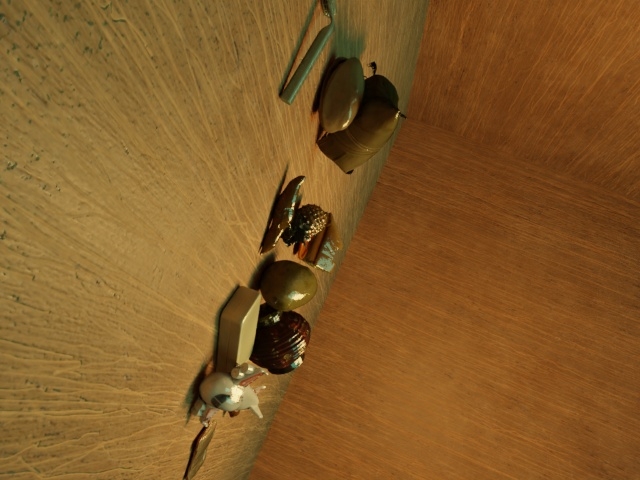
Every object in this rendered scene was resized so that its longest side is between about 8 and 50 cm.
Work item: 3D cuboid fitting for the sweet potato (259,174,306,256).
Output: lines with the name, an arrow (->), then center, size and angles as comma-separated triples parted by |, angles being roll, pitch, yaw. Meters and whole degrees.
sweet potato -> -0.113, -0.071, 1.662 | 0.274, 0.067, 0.067 | -65, 172, 13

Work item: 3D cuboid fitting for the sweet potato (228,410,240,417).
sweet potato -> -0.318, 0.587, 2.073 | 0.056, 0.056, 0.195 | -54, 158, -57

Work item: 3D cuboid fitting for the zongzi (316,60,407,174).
zongzi -> 0.209, -0.462, 1.812 | 0.418, 0.181, 0.447 | -27, -148, 60

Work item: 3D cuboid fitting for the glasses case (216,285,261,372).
glasses case -> -0.247, 0.281, 1.676 | 0.131, 0.070, 0.313 | -60, 168, -45

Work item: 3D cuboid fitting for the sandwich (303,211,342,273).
sandwich -> 0.013, 0.007, 2.352 | 0.128, 0.122, 0.236 | 34, 74, -42

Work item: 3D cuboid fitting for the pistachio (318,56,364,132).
pistachio -> 0.059, -0.427, 1.656 | 0.136, 0.135, 0.226 | -37, 143, -74

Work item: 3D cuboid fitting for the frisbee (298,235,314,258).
frisbee -> -0.055, -0.018, 2.218 | 0.192, 0.035, 0.192 | 21, 90, -83

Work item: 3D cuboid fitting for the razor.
razor -> -0.019, -0.447, 1.327 | 0.111, 0.056, 0.278 | 53, 59, -81

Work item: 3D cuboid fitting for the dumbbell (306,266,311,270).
dumbbell -> -0.094, 0.182, 2.317 | 0.231, 0.082, 0.092 | -48, 160, -65

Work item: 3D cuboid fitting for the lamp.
lamp -> -0.151, 0.324, 1.897 | 0.247, 0.247, 0.247 | 22, 90, -81

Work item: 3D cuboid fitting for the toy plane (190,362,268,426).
toy plane -> -0.260, 0.455, 1.655 | 0.252, 0.118, 0.252 | -20, 139, -19

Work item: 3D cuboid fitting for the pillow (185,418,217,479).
pillow -> -0.404, 0.712, 1.908 | 0.135, 0.034, 0.211 | -54, 165, -64

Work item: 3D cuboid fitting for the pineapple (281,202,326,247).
pineapple -> -0.064, -0.044, 1.866 | 0.251, 0.125, 0.125 | -38, 149, -63

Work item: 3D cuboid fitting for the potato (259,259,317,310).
potato -> -0.109, 0.148, 1.835 | 0.251, 0.174, 0.159 | -44, 135, -65
